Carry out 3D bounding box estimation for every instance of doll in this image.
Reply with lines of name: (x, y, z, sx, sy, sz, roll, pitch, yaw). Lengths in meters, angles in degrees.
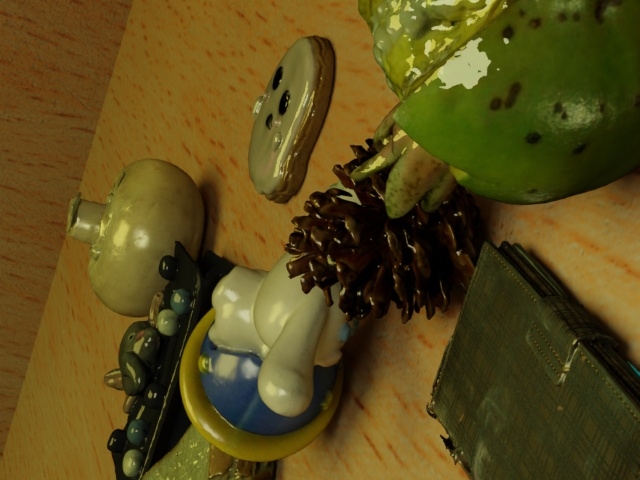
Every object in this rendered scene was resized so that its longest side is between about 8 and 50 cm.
doll: (-0.035, 0.065, 1.273, 0.242, 0.159, 0.311, 96, -162, -55)

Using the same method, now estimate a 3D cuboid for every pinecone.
pinecone: (0.052, -0.004, 1.099, 0.173, 0.173, 0.173, -166, 90, -70)

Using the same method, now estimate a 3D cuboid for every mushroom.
mushroom: (-0.280, -0.012, 1.943, 0.246, 0.202, 0.246, -160, 90, -79)

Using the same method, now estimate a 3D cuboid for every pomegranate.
pomegranate: (0.127, -0.118, 0.907, 0.302, 0.236, 0.236, 122, 155, -58)

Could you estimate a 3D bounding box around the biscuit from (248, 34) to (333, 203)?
biscuit: (-0.043, -0.157, 1.627, 0.181, 0.049, 0.208, -120, 46, -61)

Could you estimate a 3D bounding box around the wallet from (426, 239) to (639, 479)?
wallet: (0.157, 0.128, 0.908, 0.317, 0.044, 0.169, -122, 46, -65)

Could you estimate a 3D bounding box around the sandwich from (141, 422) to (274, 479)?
sandwich: (-0.128, 0.342, 1.450, 0.249, 0.095, 0.273, -50, 31, 44)

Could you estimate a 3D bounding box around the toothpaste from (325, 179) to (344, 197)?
toothpaste: (0.000, 0.000, 1.422, 0.062, 0.037, 0.216, -97, 25, -45)

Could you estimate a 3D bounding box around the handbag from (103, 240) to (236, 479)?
handbag: (-0.202, 0.173, 1.740, 0.269, 0.118, 0.326, -151, 78, -70)
